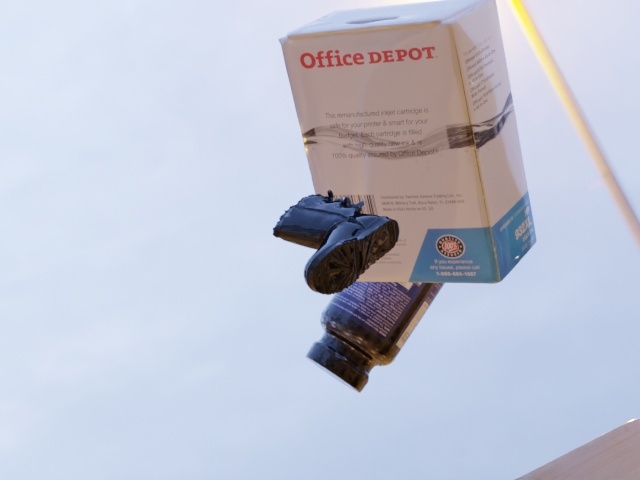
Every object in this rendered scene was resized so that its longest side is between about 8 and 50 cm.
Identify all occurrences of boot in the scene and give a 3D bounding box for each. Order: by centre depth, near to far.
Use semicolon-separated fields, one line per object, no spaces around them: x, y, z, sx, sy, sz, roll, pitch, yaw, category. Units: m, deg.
0.000;0.000;1.141;0.121;0.099;0.045;-34;-50;-38;boot

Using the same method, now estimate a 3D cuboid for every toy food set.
0.374;0.390;1.720;0.306;0.219;0.092;-29;-49;5;toy food set

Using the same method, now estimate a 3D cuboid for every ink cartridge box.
0.106;-0.114;1.497;0.223;0.307;0.129;0;23;33;ink cartridge box

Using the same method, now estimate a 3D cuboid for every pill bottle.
0.077;0.096;1.801;0.219;0.123;0.123;-55;-27;-8;pill bottle
